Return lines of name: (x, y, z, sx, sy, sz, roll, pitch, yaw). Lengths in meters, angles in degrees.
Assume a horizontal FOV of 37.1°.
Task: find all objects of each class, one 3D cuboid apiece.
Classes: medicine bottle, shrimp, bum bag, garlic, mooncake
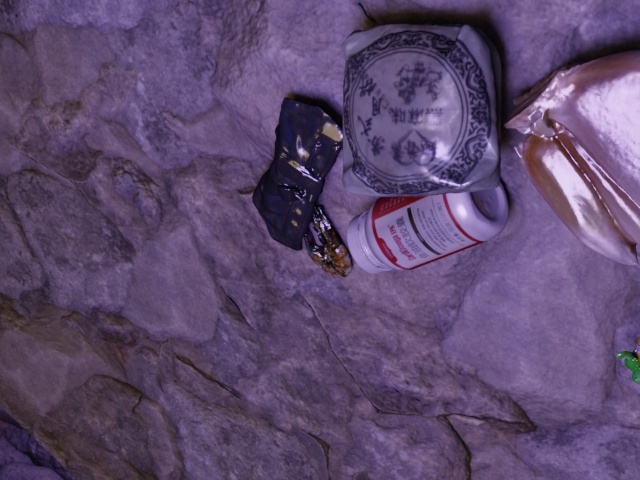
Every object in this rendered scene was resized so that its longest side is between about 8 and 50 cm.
medicine bottle: (0.165, -0.031, 1.507, 0.250, 0.131, 0.131, -24, 105, 42)
shrimp: (0.000, 0.000, 1.707, 0.091, 0.034, 0.161, -5, 118, 37)
bum bag: (-0.045, -0.113, 1.623, 0.137, 0.074, 0.310, 44, 135, 22)
garlic: (0.416, -0.123, 1.272, 0.325, 0.132, 0.279, 42, 135, 5)
mooncake: (0.138, -0.187, 1.358, 0.254, 0.136, 0.250, 2, 94, 34)

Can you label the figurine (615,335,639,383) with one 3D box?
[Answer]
figurine: (0.511, 0.150, 1.424, 0.115, 0.095, 0.156, 45, 131, -17)
